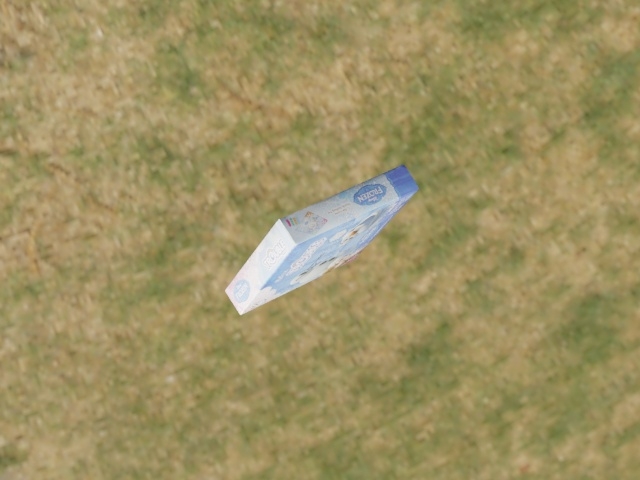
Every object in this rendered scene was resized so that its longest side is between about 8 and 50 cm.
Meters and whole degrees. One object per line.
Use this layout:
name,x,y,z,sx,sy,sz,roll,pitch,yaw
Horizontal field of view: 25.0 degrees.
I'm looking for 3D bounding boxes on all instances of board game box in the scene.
board game box,0.000,0.000,0.811,0.090,0.020,0.090,-24,165,-32
